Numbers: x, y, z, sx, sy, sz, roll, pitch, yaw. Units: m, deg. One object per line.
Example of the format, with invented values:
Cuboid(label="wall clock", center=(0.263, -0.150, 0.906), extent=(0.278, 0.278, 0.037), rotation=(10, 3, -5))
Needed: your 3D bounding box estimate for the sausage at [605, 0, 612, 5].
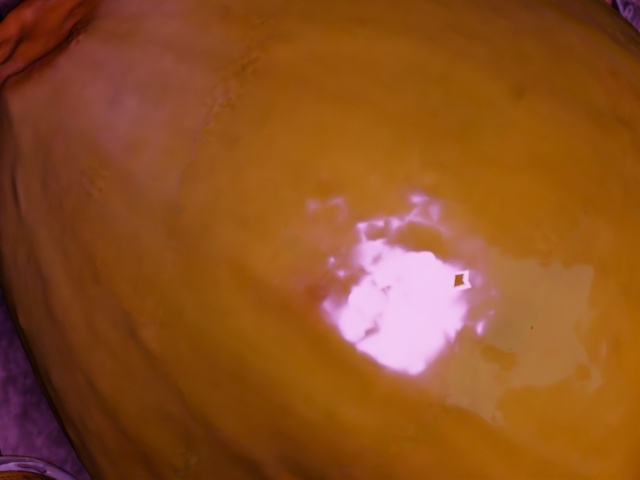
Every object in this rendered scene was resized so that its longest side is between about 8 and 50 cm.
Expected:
Cuboid(label="sausage", center=(0.153, -0.249, 0.968), extent=(0.088, 0.088, 0.433), rotation=(-4, 105, -46))

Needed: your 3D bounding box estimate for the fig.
Cuboid(label="fig", center=(0.009, 0.002, 0.713), extent=(0.343, 0.343, 0.343), rotation=(-14, 110, -44))

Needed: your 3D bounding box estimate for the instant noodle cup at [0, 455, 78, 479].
Cuboid(label="instant noodle cup", center=(-0.125, 0.210, 0.750), extent=(0.182, 0.144, 0.182), rotation=(-14, 110, -43))
